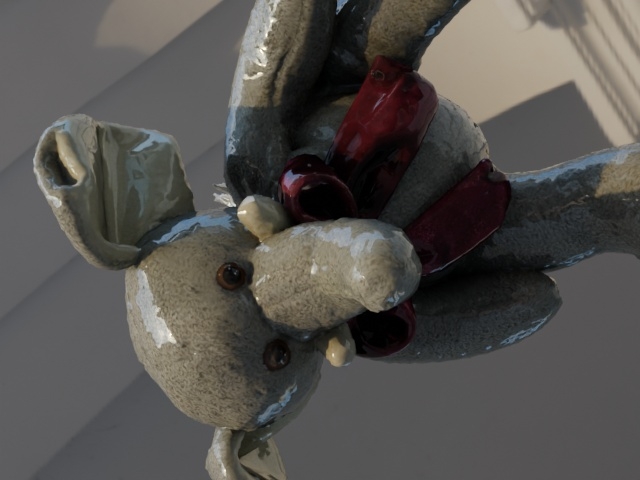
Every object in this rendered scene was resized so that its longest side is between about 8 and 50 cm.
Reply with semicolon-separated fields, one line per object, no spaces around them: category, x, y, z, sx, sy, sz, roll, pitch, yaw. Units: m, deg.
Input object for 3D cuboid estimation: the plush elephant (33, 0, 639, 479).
plush elephant;0.000;0.000;0.525;0.271;0.330;0.255;54;-143;-14
